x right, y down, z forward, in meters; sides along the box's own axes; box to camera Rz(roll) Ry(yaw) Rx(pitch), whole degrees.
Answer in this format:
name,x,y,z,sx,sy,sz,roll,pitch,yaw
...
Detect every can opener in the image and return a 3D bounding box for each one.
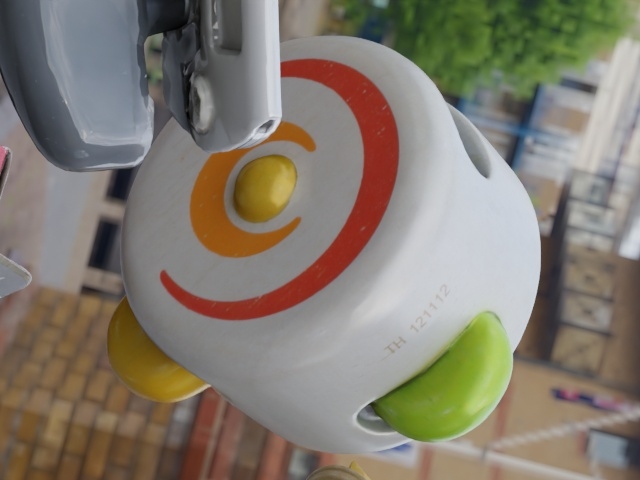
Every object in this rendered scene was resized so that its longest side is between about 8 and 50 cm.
name,x,y,z,sx,sy,sz,roll,pitch,yaw
can opener,-0.054,-0.161,0.539,0.076,0.095,0.283,18,-66,60

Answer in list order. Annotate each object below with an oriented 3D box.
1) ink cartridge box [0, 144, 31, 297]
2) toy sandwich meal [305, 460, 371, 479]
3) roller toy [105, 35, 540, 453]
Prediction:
name,x,y,z,sx,sy,sz,roll,pitch,yaw
ink cartridge box,-0.346,-0.060,1.053,0.272,0.309,0.130,-19,-132,37
toy sandwich meal,0.022,0.182,1.178,0.029,0.085,0.085,-17,129,-49
roller toy,0.000,0.000,0.936,0.146,0.209,0.191,41,54,-49
